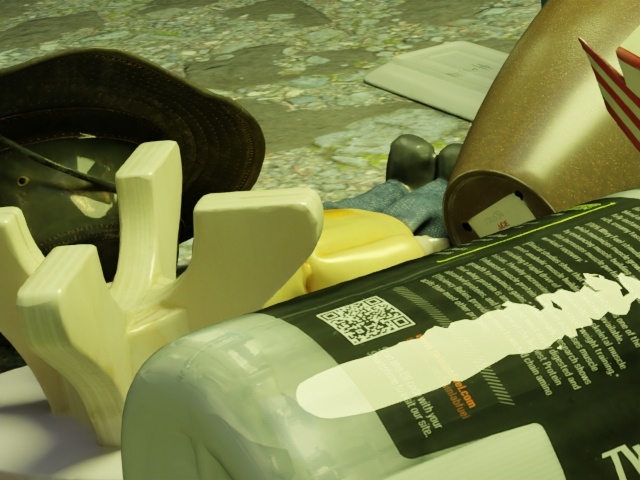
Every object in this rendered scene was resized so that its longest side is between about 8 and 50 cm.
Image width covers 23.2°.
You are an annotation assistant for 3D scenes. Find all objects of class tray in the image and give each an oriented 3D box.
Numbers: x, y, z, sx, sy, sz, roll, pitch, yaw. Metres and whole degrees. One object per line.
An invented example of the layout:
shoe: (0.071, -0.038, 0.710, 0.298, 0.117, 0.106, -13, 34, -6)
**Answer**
tray: (0.169, -0.172, 1.645, 0.145, 0.030, 0.270, -17, 23, -24)

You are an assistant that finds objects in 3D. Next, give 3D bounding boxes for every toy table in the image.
toy table: (-0.111, 0.052, 0.939, 0.274, 0.161, 0.252, -7, 21, 1)

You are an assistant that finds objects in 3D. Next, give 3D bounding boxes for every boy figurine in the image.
boy figurine: (0.000, 0.000, 1.152, 0.177, 0.092, 0.285, 16, 26, 39)

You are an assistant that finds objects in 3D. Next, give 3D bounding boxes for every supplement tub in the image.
supplement tub: (0.100, 0.096, 0.694, 0.338, 0.207, 0.207, -18, 23, -27)

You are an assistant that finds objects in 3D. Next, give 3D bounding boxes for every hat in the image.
hat: (-0.197, 0.000, 1.116, 0.331, 0.331, 0.134, -7, 65, -3)

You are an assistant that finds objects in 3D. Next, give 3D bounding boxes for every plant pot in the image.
plant pot: (0.197, -0.064, 1.143, 0.215, 0.215, 0.230, 11, 40, 38)

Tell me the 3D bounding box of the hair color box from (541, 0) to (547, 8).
hair color box: (0.284, -0.249, 1.360, 0.174, 0.347, 0.105, -18, 24, -29)

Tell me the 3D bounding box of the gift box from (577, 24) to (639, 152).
gift box: (0.313, -0.067, 0.841, 0.258, 0.276, 0.255, -45, 43, -8)
